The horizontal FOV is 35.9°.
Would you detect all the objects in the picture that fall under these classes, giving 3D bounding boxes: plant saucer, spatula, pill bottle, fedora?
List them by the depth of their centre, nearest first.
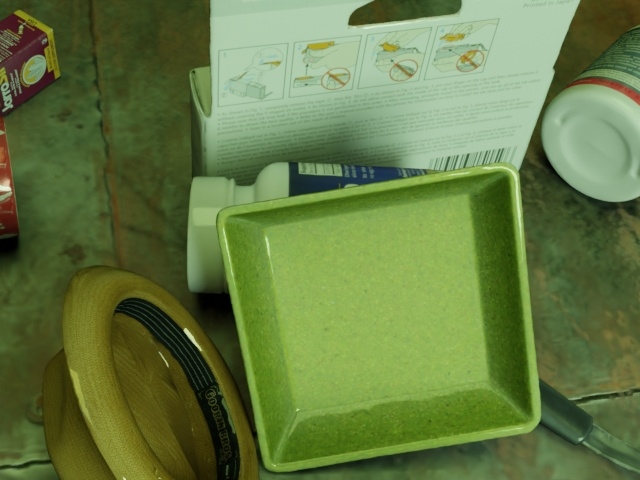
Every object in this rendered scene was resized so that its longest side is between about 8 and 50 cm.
[{"bbox_3d":[-0.114,0.111,0.608,0.079,0.194,0.194,-29,52,16],"label":"fedora"},{"bbox_3d":[0.041,0.047,0.648,0.188,0.188,0.045,-9,18,0],"label":"plant saucer"},{"bbox_3d":[0.205,0.142,0.676,0.296,0.030,0.084,30,57,16],"label":"spatula"},{"bbox_3d":[0.000,0.000,0.713,0.187,0.112,0.112,2,52,-4],"label":"pill bottle"},{"bbox_3d":[0.279,-0.123,0.844,0.108,0.108,0.180,36,57,20],"label":"pill bottle"}]

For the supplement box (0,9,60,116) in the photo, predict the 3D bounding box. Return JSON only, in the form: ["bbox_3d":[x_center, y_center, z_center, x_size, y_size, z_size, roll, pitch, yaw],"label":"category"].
[{"bbox_3d":[-0.267,-0.148,0.837,0.043,0.055,0.083,32,56,18],"label":"supplement box"}]

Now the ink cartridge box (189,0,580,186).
[{"bbox_3d":[0.041,-0.123,0.734,0.275,0.239,0.060,-10,54,-14],"label":"ink cartridge box"}]

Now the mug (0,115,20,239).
[{"bbox_3d":[-0.311,-0.055,0.709,0.169,0.150,0.113,-7,15,-17],"label":"mug"}]
